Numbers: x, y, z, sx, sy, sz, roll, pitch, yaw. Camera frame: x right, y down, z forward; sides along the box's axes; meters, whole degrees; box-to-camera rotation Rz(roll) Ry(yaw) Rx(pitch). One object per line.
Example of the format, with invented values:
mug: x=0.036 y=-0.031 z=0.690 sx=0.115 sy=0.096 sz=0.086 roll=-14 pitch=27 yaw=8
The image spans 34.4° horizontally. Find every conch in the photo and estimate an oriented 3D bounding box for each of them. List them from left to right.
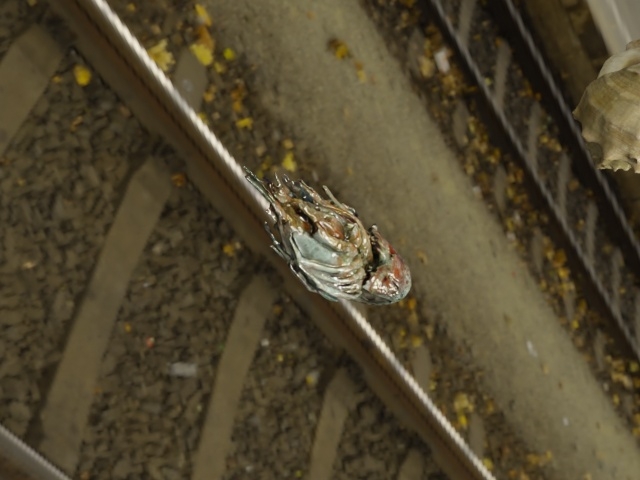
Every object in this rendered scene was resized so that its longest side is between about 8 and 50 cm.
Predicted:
conch: x=0.486 y=-0.214 z=1.387 sx=0.186 sy=0.324 sz=0.263 roll=39 pitch=36 yaw=-24

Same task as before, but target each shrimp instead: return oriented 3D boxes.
shrimp: x=0.000 y=0.000 z=0.893 sx=0.233 sy=0.079 sz=0.090 roll=40 pitch=56 yaw=-44
